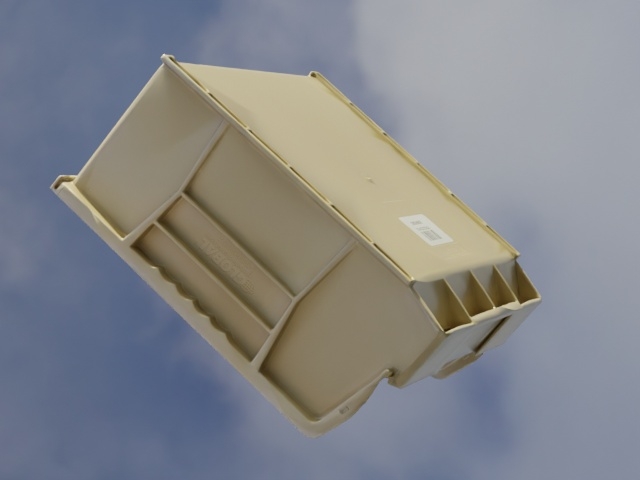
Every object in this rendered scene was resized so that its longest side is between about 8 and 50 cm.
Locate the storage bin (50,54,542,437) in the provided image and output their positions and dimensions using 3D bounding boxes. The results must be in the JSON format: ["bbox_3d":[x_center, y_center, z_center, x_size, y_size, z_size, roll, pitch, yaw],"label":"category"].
[{"bbox_3d":[0.000,0.000,1.063,0.260,0.123,0.262,43,-163,15],"label":"storage bin"}]
